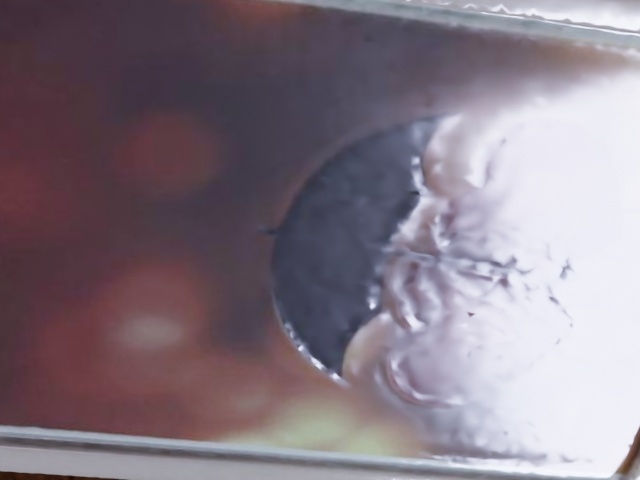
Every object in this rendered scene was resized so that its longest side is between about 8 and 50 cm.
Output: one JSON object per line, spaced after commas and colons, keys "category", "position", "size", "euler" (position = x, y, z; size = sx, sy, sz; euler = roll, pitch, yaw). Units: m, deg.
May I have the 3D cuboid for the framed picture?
{"category": "framed picture", "position": [0.000, 0.000, 0.503], "size": [0.290, 0.020, 0.211], "euler": [7, 127, -11]}
